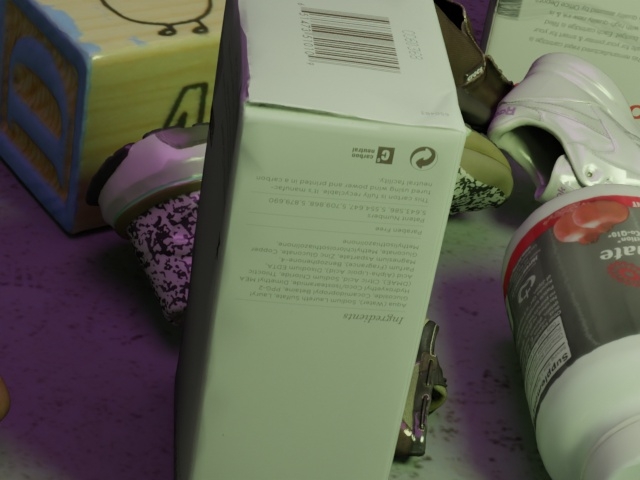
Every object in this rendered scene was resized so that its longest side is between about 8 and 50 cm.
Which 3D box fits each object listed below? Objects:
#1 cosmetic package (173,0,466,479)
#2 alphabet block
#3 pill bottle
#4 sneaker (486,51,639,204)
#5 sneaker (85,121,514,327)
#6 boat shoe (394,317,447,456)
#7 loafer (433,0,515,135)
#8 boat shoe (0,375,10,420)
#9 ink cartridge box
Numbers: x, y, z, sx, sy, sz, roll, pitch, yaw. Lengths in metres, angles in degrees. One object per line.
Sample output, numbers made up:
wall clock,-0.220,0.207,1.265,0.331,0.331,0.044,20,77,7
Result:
cosmetic package,-0.013,0.022,1.353,0.156,0.385,0.217,6,32,-9
alphabet block,-0.180,-0.146,1.721,0.197,0.193,0.192,-15,43,-33
pill bottle,0.250,0.109,1.484,0.176,0.176,0.318,5,35,-8
sneaker,0.287,-0.041,1.760,0.305,0.114,0.152,39,53,13
sneaker,0.000,0.000,1.653,0.410,0.158,0.182,-6,69,-27
boat shoe,0.079,0.124,1.529,0.049,0.056,0.152,19,44,3
loafer,0.115,-0.178,1.785,0.133,0.130,0.366,11,-1,18
boat shoe,-0.368,0.067,1.437,0.324,0.123,0.116,39,35,25
ink cartridge box,0.286,-0.268,1.949,0.207,0.283,0.117,11,30,-1
